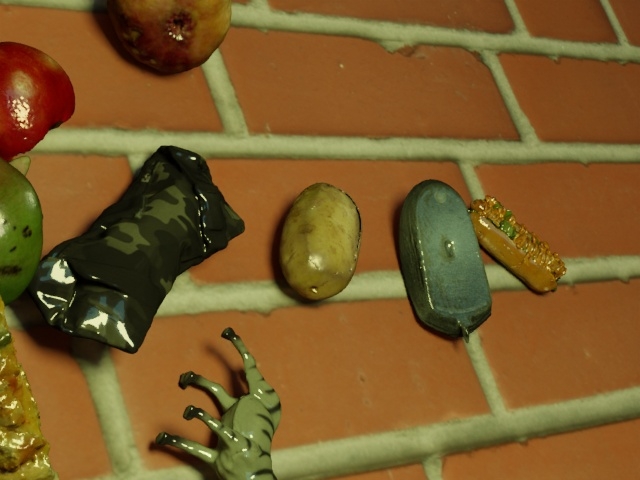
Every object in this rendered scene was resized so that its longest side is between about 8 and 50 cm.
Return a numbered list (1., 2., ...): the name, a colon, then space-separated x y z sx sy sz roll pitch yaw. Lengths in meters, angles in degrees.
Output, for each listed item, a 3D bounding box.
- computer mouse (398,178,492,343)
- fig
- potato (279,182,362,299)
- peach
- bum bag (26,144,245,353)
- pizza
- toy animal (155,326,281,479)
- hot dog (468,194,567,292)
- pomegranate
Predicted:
1. computer mouse: 0.163 0.032 1.735 0.113 0.068 0.229 -4 75 -21
2. fig: -0.186 -0.326 1.661 0.159 0.159 0.257 31 29 -19
3. potato: 0.000 0.000 1.611 0.107 0.080 0.170 27 43 -21
4. peach: -0.349 -0.150 1.414 0.151 0.118 0.151 0 88 -1
5. bum bag: -0.195 0.008 1.438 0.144 0.095 0.340 39 38 -1
6. pizza: -0.343 0.133 1.182 0.292 0.058 0.197 37 88 -21
7. toy animal: -0.082 0.219 1.404 0.176 0.073 0.217 40 39 -19
8. hot dog: 0.283 0.007 1.857 0.188 0.055 0.072 38 43 -11
9. pomegranate: -0.353 -0.023 1.281 0.181 0.181 0.224 37 26 -14
